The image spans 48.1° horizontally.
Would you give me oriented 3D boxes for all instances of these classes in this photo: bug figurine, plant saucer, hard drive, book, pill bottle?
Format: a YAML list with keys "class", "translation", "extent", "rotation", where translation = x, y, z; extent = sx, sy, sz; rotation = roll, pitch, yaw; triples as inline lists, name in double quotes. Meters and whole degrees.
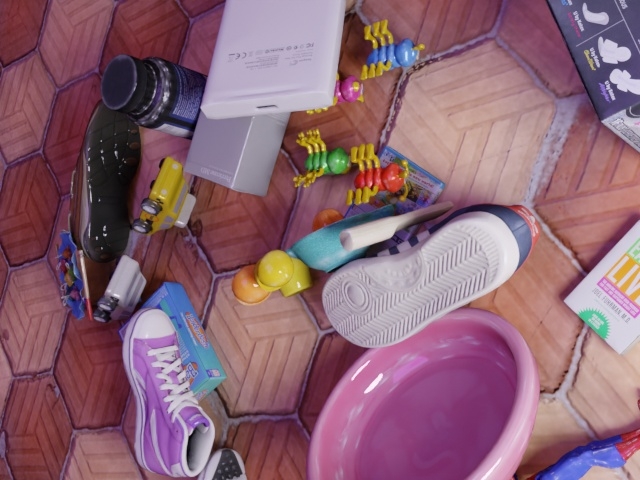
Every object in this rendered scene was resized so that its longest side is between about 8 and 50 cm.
- class: "bug figurine"
  translation: [0.059, -0.182, 1.093]
  extent: [0.216, 0.072, 0.278]
  rotation: [1, 80, 43]
- class: "plant saucer"
  translation: [0.133, 0.235, 0.909]
  extent: [0.332, 0.084, 0.332]
  rotation: [-33, 26, 18]
- class: "hard drive"
  translation: [-0.065, -0.332, 1.132]
  extent: [0.203, 0.040, 0.307]
  rotation: [-3, 60, 18]
- class: "book"
  translation: [0.382, 0.054, 0.872]
  extent: [0.144, 0.035, 0.096]
  rotation: [-54, 54, 20]
- class: "pill bottle"
  translation: [-0.265, -0.249, 1.254]
  extent: [0.123, 0.219, 0.122]
  rotation: [-5, 82, 36]

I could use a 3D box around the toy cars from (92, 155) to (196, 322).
- class: "toy cars"
  translation: [-0.321, 0.019, 1.322]
  extent: [0.393, 0.087, 0.176]
  rotation: [-60, 14, 20]

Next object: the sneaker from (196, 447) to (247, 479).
- class: "sneaker"
  translation: [-0.206, 0.483, 1.204]
  extent: [0.118, 0.110, 0.292]
  rotation: [17, 94, 45]

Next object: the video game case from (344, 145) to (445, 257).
- class: "video game case"
  translation: [0.102, -0.045, 1.093]
  extent: [0.119, 0.015, 0.166]
  rotation: [40, 108, 33]

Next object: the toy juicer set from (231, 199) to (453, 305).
- class: "toy juicer set"
  translation: [0.000, 0.000, 1.020]
  extent: [0.329, 0.209, 0.089]
  rotation: [-29, 80, 36]

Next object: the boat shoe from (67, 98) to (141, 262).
- class: "boat shoe"
  translation: [-0.450, -0.121, 1.437]
  extent: [0.120, 0.123, 0.323]
  rotation: [7, 89, 42]

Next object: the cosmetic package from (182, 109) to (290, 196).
- class: "cosmetic package"
  translation: [-0.132, -0.206, 1.227]
  extent: [0.127, 0.107, 0.237]
  rotation: [19, 92, 33]

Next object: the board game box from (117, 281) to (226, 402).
- class: "board game box"
  translation: [-0.276, 0.207, 1.315]
  extent: [0.160, 0.047, 0.210]
  rotation: [-43, 62, 24]

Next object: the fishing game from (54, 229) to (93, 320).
- class: "fishing game"
  translation: [-0.505, 0.070, 1.427]
  extent: [0.264, 0.041, 0.189]
  rotation: [12, 109, 59]

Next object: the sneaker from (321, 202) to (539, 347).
- class: "sneaker"
  translation: [0.149, 0.047, 0.984]
  extent: [0.350, 0.148, 0.131]
  rotation: [-26, 90, 46]

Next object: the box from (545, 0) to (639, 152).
- class: "box"
  translation: [0.372, -0.197, 0.771]
  extent: [0.142, 0.247, 0.163]
  rotation: [-28, 69, 31]

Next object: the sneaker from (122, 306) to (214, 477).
- class: "sneaker"
  translation: [-0.236, 0.248, 1.183]
  extent: [0.161, 0.102, 0.282]
  rotation: [-8, 91, 46]

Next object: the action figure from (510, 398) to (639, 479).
- class: "action figure"
  translation: [0.273, 0.259, 0.889]
  extent: [0.280, 0.091, 0.139]
  rotation: [-47, 67, 21]
